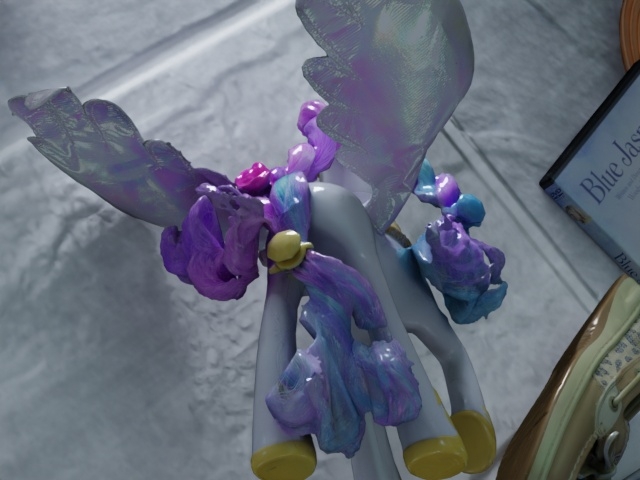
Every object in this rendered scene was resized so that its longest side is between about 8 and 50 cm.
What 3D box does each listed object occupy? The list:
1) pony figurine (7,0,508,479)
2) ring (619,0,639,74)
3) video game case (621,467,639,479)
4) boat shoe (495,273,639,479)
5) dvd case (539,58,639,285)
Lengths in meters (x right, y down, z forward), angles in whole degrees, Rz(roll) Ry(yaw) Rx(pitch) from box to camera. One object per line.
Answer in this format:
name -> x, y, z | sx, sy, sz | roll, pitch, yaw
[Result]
pony figurine -> 0.000, 0.000, 1.283 | 0.351, 0.303, 0.363 | 47, 28, -53
ring -> 0.411, -0.126, 1.830 | 0.337, 0.032, 0.336 | 20, 50, -26
video game case -> 0.254, 0.274, 1.437 | 0.201, 0.023, 0.183 | -22, 77, -45
boat shoe -> 0.212, 0.128, 1.436 | 0.089, 0.104, 0.285 | 35, 43, 4
dvd case -> 0.325, -0.020, 1.667 | 0.253, 0.022, 0.180 | 44, 58, -5
